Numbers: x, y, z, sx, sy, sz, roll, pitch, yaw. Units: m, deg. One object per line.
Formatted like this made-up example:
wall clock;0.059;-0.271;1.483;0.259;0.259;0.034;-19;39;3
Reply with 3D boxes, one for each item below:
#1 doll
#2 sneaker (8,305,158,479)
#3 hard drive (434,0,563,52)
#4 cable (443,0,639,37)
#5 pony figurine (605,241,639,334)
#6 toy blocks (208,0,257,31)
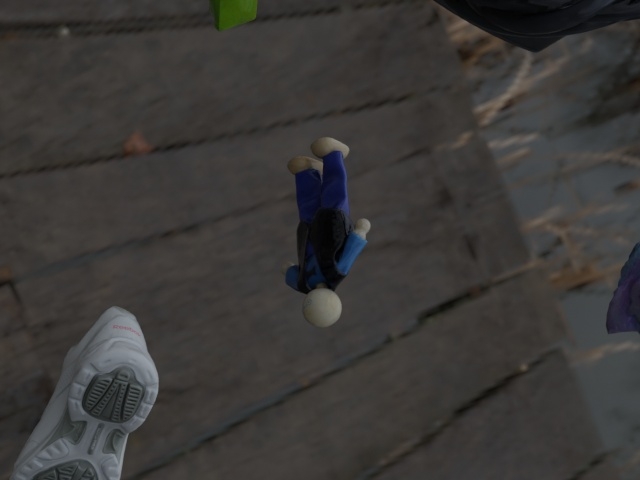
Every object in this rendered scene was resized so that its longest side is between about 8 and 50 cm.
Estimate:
doll;0.000;0.000;1.545;0.046;0.129;0.189;20;51;-33
sneaker;-0.208;0.156;1.446;0.090;0.232;0.115;25;30;-19
hard drive;0.120;-0.206;0.990;0.255;0.172;0.054;26;45;-47
cable;0.091;-0.141;0.572;0.184;0.047;0.150;-30;70;-23
pony figurine;0.279;0.124;0.699;0.363;0.351;0.303;61;-10;-6
toy blocks;-0.120;-0.450;1.680;0.191;0.381;0.261;-23;57;-23
